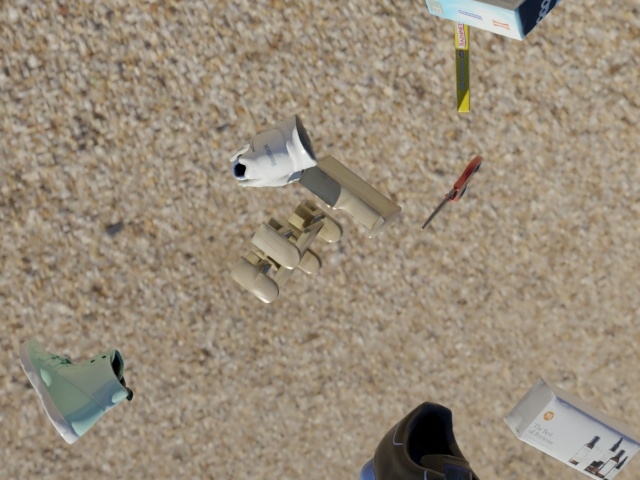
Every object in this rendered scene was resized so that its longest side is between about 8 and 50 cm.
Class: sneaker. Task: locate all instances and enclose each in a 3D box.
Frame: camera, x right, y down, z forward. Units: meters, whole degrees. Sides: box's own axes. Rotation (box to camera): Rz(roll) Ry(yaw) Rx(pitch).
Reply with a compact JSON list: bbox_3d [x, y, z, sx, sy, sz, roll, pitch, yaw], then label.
[{"bbox_3d":[-0.412,0.224,1.925,0.151,0.256,0.094,-35,132,-11],"label":"sneaker"},{"bbox_3d":[-0.093,-0.139,1.888,0.129,0.111,0.297,-23,178,-9],"label":"sneaker"},{"bbox_3d":[0.088,0.224,0.844,0.081,0.232,0.090,15,124,-26],"label":"sneaker"}]

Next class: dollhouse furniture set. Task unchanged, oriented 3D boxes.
[{"bbox_3d":[0.000,0.000,1.962,0.242,0.161,0.212,-57,170,21],"label":"dollhouse furniture set"}]

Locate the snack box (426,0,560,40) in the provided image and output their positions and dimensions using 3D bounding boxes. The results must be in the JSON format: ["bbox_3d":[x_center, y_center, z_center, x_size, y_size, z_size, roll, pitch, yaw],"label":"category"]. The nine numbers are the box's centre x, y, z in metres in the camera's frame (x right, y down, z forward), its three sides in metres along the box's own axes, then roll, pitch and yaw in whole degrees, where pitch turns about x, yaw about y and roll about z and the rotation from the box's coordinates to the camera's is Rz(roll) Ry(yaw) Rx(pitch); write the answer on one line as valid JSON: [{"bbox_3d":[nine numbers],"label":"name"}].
[{"bbox_3d":[0.326,-0.442,1.710,0.322,0.187,0.060,-45,135,-17],"label":"snack box"}]

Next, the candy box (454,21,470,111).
[{"bbox_3d":[0.246,-0.335,1.951,0.027,0.105,0.206,1,115,11],"label":"candy box"}]

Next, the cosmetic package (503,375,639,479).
[{"bbox_3d":[0.424,0.320,1.882,0.239,0.060,0.099,30,103,-31],"label":"cosmetic package"}]

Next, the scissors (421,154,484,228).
[{"bbox_3d":[0.257,-0.099,2.198,0.109,0.021,0.297,-60,168,24],"label":"scissors"}]
